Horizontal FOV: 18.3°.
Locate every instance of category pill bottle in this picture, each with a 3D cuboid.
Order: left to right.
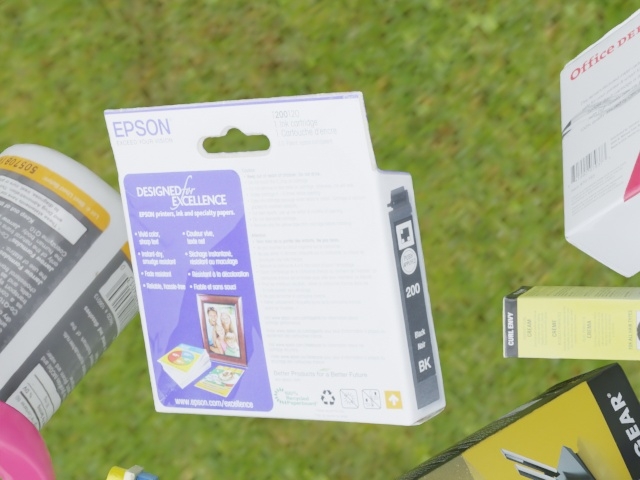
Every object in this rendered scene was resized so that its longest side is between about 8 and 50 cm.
[{"bbox_3d":[-0.256,0.075,1.478,0.162,0.278,0.162,32,156,16],"label":"pill bottle"}]

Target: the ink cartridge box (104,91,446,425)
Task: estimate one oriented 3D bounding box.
[{"bbox_3d":[-0.031,0.009,1.243,0.206,0.045,0.208,0,105,36],"label":"ink cartridge box"}]

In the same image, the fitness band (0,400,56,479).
[{"bbox_3d":[-0.290,0.199,1.272,0.209,0.054,0.291,16,125,-27],"label":"fitness band"}]

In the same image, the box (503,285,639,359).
[{"bbox_3d":[0.282,0.073,1.748,0.232,0.087,0.058,0,95,16],"label":"box"}]

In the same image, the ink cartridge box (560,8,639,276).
[{"bbox_3d":[0.213,-0.070,1.275,0.063,0.150,0.109,30,134,-27],"label":"ink cartridge box"}]

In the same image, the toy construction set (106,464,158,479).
[{"bbox_3d":[-0.210,0.423,2.110,0.151,0.215,0.327,2,122,19],"label":"toy construction set"}]

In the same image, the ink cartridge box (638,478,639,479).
[{"bbox_3d":[0.344,0.197,1.340,0.224,0.223,0.045,48,148,10],"label":"ink cartridge box"}]

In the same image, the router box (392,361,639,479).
[{"bbox_3d":[0.173,0.273,1.374,0.081,0.243,0.308,-30,87,55],"label":"router box"}]
